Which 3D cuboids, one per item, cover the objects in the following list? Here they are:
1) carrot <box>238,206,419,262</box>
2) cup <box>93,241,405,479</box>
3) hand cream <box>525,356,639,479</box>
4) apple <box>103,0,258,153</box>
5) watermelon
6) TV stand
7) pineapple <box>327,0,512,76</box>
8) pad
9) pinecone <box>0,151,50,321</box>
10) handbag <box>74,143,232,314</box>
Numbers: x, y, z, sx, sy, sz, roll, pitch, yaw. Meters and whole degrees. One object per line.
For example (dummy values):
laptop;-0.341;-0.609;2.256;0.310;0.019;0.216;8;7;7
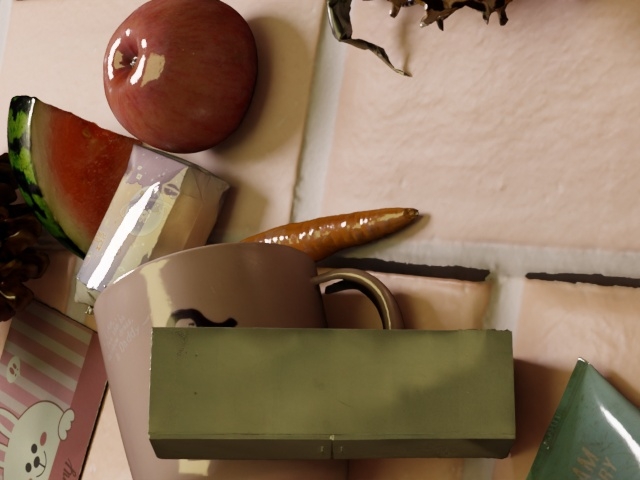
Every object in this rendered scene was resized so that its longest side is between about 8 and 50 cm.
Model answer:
carrot;0.000;0.000;1.577;0.216;0.048;0.048;-19;66;38
cup;-0.047;0.122;1.507;0.252;0.191;0.200;-18;67;8
hand cream;0.244;0.188;1.232;0.312;0.070;0.111;34;107;51
apple;-0.135;-0.157;1.708;0.153;0.120;0.153;-15;69;46
watermelon;-0.267;-0.077;1.818;0.137;0.145;0.193;-43;51;25
TV stand;0.009;0.117;1.374;0.083;0.269;0.088;85;-174;-71
pineapple;0.055;-0.272;1.494;0.271;0.262;0.263;159;118;-69
pad;-0.302;0.220;1.876;0.202;0.005;0.300;22;96;49
pinecone;-0.407;-0.017;1.891;0.292;0.246;0.246;38;109;35
handbag;-0.160;0.004;1.721;0.117;0.095;0.173;24;90;54
